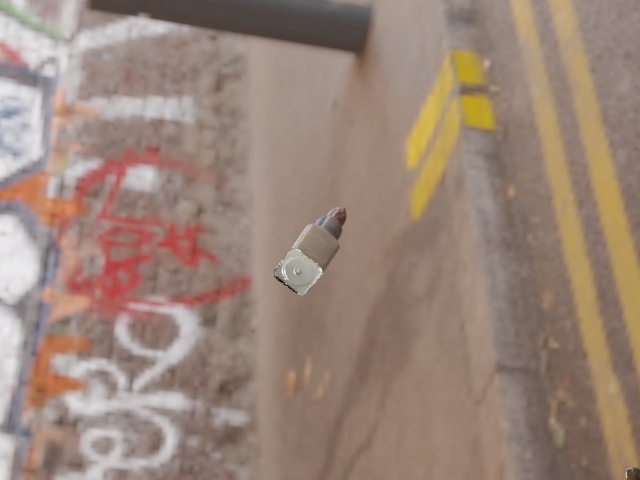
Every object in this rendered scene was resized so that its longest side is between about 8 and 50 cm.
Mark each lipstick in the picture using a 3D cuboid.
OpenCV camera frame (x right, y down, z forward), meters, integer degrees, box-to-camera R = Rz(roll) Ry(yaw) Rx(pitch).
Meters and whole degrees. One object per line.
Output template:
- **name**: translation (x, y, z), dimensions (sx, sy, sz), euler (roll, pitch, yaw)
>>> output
- **lipstick**: translation (0.000, 0.000, 1.011), dimensions (0.025, 0.025, 0.107), euler (-52, 2, 27)

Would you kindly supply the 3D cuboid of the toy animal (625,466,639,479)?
- **toy animal**: translation (0.279, 0.174, 0.952), dimensions (0.176, 0.216, 0.073), euler (56, -143, -67)
